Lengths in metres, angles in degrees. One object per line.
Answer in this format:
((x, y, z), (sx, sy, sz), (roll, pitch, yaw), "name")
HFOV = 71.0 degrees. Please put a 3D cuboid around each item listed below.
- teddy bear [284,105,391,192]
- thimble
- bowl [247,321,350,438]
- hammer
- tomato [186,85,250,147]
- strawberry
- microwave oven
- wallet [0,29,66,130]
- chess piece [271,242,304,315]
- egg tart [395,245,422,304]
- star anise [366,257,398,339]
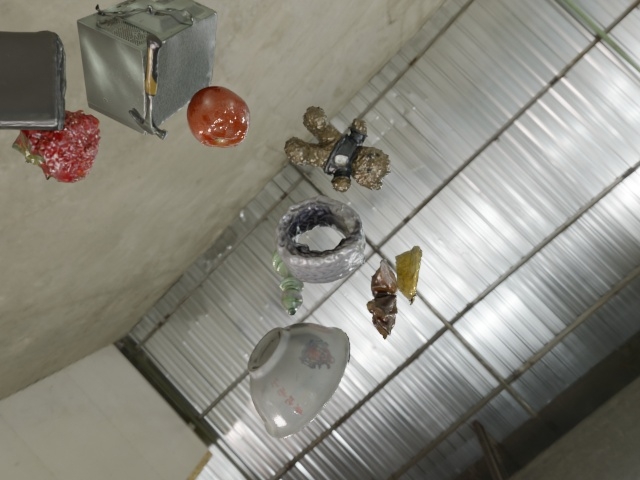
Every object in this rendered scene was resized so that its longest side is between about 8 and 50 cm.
((0.044, -0.206, 1.033), (0.182, 0.251, 0.129), (-66, -164, -1), "teddy bear")
((0.000, 0.000, 1.215), (0.157, 0.246, 0.217), (68, 30, -66), "thimble")
((-0.094, 0.337, 1.215), (0.345, 0.157, 0.345), (-42, -161, 19), "bowl")
((-0.310, -0.276, 0.812), (0.021, 0.078, 0.201), (-61, 179, -42), "hammer")
((-0.338, -0.415, 1.500), (0.208, 0.184, 0.208), (-4, 171, -1), "tomato")
((-0.653, -0.248, 1.147), (0.201, 0.184, 0.187), (-52, -155, -20), "strawberry")
((-0.577, -0.641, 1.558), (0.374, 0.236, 0.432), (111, 6, -47), "microwave oven")
((-0.778, -0.347, 0.967), (0.406, 0.228, 0.062), (-3, 176, -10), "wallet")
((-0.091, 0.134, 1.443), (0.139, 0.139, 0.271), (-46, -151, 27), "chess piece")
((0.324, 0.121, 1.673), (0.252, 0.098, 0.231), (-75, 165, -50), "egg tart")
((0.211, 0.205, 1.527), (0.349, 0.109, 0.292), (-4, 102, -81), "star anise")
